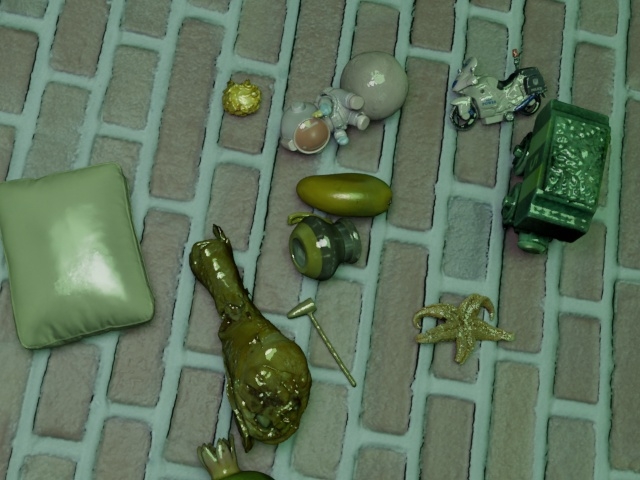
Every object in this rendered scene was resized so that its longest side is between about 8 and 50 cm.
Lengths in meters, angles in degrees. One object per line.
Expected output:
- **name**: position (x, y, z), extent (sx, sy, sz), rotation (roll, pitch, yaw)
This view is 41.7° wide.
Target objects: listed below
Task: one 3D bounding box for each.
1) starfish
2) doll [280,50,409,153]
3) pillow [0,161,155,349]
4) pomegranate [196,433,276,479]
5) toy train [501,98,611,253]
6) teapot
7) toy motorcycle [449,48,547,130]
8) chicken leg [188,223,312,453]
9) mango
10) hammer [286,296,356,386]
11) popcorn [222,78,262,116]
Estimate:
- **starfish**: position (0.291, 0.174, 1.682), extent (0.210, 0.053, 0.150), rotation (13, 80, -8)
- **doll**: position (0.039, -0.273, 1.706), extent (0.287, 0.151, 0.151), rotation (-32, 84, -9)
- **pillow**: position (-0.457, 0.023, 1.556), extent (0.255, 0.120, 0.322), rotation (-14, 82, -10)
- **pomegranate**: position (-0.152, 0.458, 1.478), extent (0.187, 0.187, 0.225), rotation (-16, 77, -13)
- **toy train**: position (0.476, -0.125, 1.687), extent (0.167, 0.238, 0.299), rotation (15, 74, -2)
- **teapot**: position (0.000, 0.000, 1.647), extent (0.119, 0.130, 0.165), rotation (-14, 47, -27)
- **toy motorcycle**: position (0.373, -0.325, 1.793), extent (0.221, 0.102, 0.150), rotation (-13, 100, -9)
- **chicken leg**: position (-0.145, 0.169, 1.567), extent (0.153, 0.201, 0.429), rotation (-15, 72, -39)
- **mango**: position (0.048, -0.087, 1.670), extent (0.191, 0.122, 0.085), rotation (-1, 116, -4)
- **hammer**: position (0.007, 0.209, 1.641), extent (0.060, 0.028, 0.195), rotation (-32, 85, -9)
- **popcorn**: position (-0.162, -0.291, 1.712), extent (0.082, 0.057, 0.083), rotation (-40, 89, -9)
